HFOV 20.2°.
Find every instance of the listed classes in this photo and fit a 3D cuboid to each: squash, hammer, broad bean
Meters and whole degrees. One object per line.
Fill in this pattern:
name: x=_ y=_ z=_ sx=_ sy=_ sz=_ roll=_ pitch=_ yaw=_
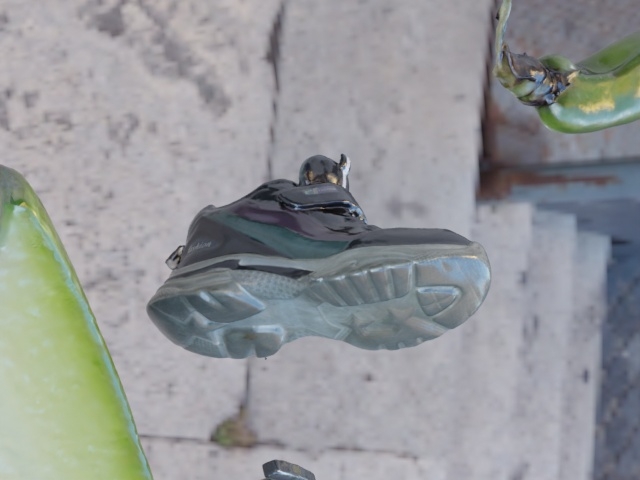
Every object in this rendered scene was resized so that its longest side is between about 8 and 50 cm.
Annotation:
squash: x=-0.168 y=0.095 z=0.717 sx=0.111 sy=0.203 sz=0.289 roll=-111 pitch=-176 yaw=-50
hammer: x=-0.094 y=0.204 z=1.297 sx=0.062 sy=0.199 sz=0.013 roll=24 pitch=44 yaw=-54
broad bean: x=0.205 y=-0.117 z=0.846 sx=0.318 sy=0.056 sz=0.098 roll=-22 pitch=149 yaw=-32

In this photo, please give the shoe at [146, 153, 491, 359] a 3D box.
shoe: x=0.000 y=0.000 z=0.872 sx=0.071 sy=0.169 sz=0.099 roll=62 pitch=27 yaw=-50
